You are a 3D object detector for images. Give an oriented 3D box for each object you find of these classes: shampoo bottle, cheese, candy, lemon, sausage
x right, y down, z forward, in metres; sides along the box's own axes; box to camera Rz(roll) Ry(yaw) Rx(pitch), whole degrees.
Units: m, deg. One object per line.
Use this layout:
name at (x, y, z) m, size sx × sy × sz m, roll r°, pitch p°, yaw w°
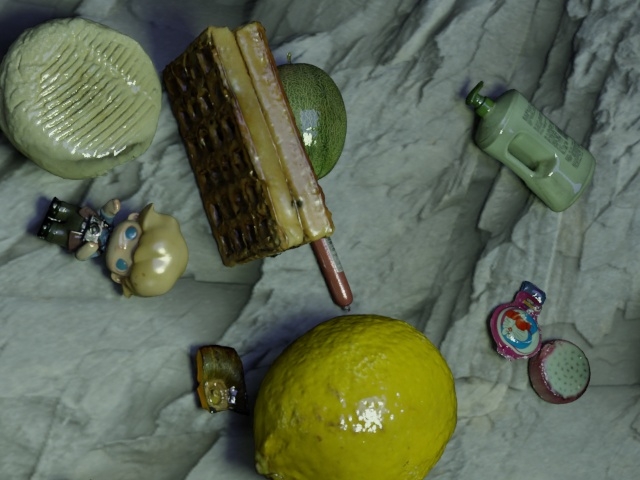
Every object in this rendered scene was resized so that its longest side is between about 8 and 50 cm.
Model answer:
shampoo bottle at (0.320, -0.158, 2.094) m, size 0.234 × 0.087 × 0.118 m, roll 38°, pitch 65°, yaw -15°
cheese at (0.312, 0.126, 2.058) m, size 0.095 × 0.038 × 0.145 m, roll 36°, pitch 55°, yaw -10°
candy at (0.375, 0.205, 2.073) m, size 0.103 × 0.043 × 0.103 m, roll 6°, pitch 78°, yaw -26°
lemon at (0.043, 0.230, 1.778) m, size 0.310 × 0.253 × 0.253 m, roll -26°, pitch 92°, yaw -28°
sausage at (0.000, 0.000, 1.929) m, size 0.029 × 0.029 × 0.223 m, roll -22°, pitch 90°, yaw -29°

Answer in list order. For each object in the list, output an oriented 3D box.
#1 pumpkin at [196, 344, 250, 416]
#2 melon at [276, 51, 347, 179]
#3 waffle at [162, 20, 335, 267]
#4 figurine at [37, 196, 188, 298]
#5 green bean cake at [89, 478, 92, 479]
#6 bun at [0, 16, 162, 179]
pumpkin at (-0.137, 0.195, 1.819) m, size 0.073 × 0.035 × 0.101 m, roll 1°, pitch 76°, yaw -39°
melon at (-0.032, -0.175, 1.887) m, size 0.139 × 0.139 × 0.192 m, roll -4°, pitch 78°, yaw -28°
waffle at (-0.106, -0.125, 1.795) m, size 0.091 × 0.213 × 0.308 m, roll -18°, pitch 89°, yaw -27°
figurine at (-0.269, 0.000, 1.752) m, size 0.196 × 0.108 × 0.114 m, roll 26°, pitch 65°, yaw -15°
green bean cake at (-0.253, 0.443, 1.607) m, size 0.255 × 0.132 × 0.241 m, roll 27°, pitch 55°, yaw 5°
bun at (-0.324, -0.178, 1.740) m, size 0.220 × 0.134 × 0.220 m, roll 5°, pitch 76°, yaw -19°
